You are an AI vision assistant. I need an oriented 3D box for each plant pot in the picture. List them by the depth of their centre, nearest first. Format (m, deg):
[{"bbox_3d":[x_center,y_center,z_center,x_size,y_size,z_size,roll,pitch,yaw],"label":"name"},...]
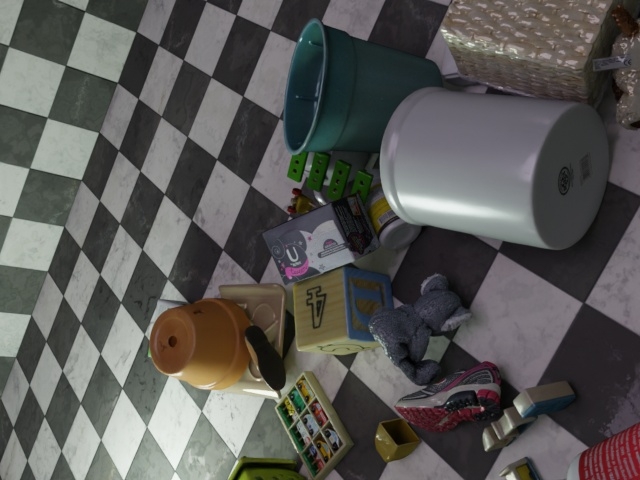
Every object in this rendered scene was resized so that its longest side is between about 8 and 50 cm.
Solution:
[{"bbox_3d":[0.184,0.507,1.817,0.081,0.082,0.083,49,128,41],"label":"plant pot"},{"bbox_3d":[0.111,-0.366,1.862,0.341,0.334,0.341,-174,90,-73],"label":"plant pot"},{"bbox_3d":[-0.155,0.735,2.020,0.228,0.227,0.207,-61,39,17],"label":"plant pot"},{"bbox_3d":[-0.381,0.313,2.224,0.291,0.203,0.290,-7,78,34],"label":"plant pot"}]

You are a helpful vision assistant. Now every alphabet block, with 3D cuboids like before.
[{"bbox_3d":[0.063,0.192,1.938,0.197,0.192,0.193,-22,64,43],"label":"alphabet block"}]

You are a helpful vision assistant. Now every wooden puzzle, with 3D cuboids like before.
[{"bbox_3d":[-0.211,0.312,2.288,0.322,0.081,0.347,-5,82,46],"label":"wooden puzzle"}]

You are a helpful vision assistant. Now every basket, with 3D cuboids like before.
[{"bbox_3d":[0.471,-0.482,1.516,0.331,0.266,0.328,24,93,23],"label":"basket"}]

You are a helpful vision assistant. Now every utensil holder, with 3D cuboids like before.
[{"bbox_3d":[0.377,-0.161,1.590,0.386,0.328,0.327,17,93,46],"label":"utensil holder"}]

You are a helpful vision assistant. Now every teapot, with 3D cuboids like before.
[{"bbox_3d":[0.006,-0.263,2.068,0.256,0.187,0.252,39,122,24],"label":"teapot"}]

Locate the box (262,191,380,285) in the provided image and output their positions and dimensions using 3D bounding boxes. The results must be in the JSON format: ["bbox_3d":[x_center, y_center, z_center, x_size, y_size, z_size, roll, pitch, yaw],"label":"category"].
[{"bbox_3d":[0.000,0.000,1.894,0.247,0.142,0.163,-21,93,38],"label":"box"}]

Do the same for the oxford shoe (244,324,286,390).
[{"bbox_3d":[-0.161,0.354,2.139,0.212,0.076,0.076,61,156,27],"label":"oxford shoe"}]

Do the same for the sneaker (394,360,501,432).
[{"bbox_3d":[0.303,0.371,1.709,0.299,0.121,0.112,-25,34,42],"label":"sneaker"}]

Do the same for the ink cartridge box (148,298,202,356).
[{"bbox_3d":[-0.457,0.332,2.507,0.289,0.122,0.211,10,89,47],"label":"ink cartridge box"}]

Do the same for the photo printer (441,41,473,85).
[{"bbox_3d":[0.434,-0.543,1.778,0.256,0.107,0.307,8,86,47],"label":"photo printer"}]

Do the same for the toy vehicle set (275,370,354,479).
[{"bbox_3d":[-0.022,0.523,2.060,0.166,0.035,0.267,-55,47,23],"label":"toy vehicle set"}]

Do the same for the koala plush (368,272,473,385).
[{"bbox_3d":[0.250,0.197,1.751,0.221,0.203,0.196,-38,40,11],"label":"koala plush"}]

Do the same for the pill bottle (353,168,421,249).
[{"bbox_3d":[0.173,-0.087,1.937,0.119,0.119,0.208,-48,49,28],"label":"pill bottle"}]

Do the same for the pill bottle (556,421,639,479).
[{"bbox_3d":[0.593,0.442,1.280,0.408,0.229,0.229,-42,53,32],"label":"pill bottle"}]

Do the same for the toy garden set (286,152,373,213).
[{"bbox_3d":[0.020,-0.134,1.957,0.244,0.049,0.203,29,120,24],"label":"toy garden set"}]

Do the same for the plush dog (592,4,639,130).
[{"bbox_3d":[0.646,-0.370,1.425,0.210,0.225,0.262,46,115,6],"label":"plush dog"}]

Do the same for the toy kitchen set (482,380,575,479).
[{"bbox_3d":[0.464,0.426,1.533,0.166,0.122,0.207,65,146,34],"label":"toy kitchen set"}]
